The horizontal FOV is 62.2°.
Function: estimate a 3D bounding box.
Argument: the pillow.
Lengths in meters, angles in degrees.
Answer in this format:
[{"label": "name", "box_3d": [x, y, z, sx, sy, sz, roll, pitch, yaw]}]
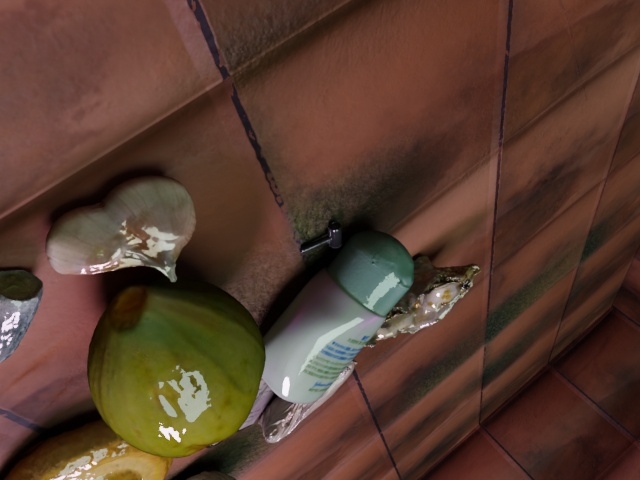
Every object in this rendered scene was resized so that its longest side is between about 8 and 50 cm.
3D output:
[{"label": "pillow", "box_3d": [-0.035, 0.336, 1.157, 0.270, 0.067, 0.173, -43, -176, -3]}]

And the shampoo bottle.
[{"label": "shampoo bottle", "box_3d": [0.035, 0.135, 0.998, 0.349, 0.151, 0.222, -51, 149, 10]}]

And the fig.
[{"label": "fig", "box_3d": [-0.198, 0.153, 0.721, 0.240, 0.239, 0.270, -30, 134, -20]}]

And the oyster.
[{"label": "oyster", "box_3d": [0.202, 0.133, 1.203, 0.341, 0.110, 0.166, -39, 139, -3]}]

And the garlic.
[{"label": "garlic", "box_3d": [-0.236, -0.006, 0.640, 0.175, 0.099, 0.124, -26, 125, -23]}]

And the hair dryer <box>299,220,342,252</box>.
[{"label": "hair dryer", "box_3d": [0.000, 0.000, 0.942, 0.083, 0.026, 0.047, -23, 138, -16]}]

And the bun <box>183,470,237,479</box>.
[{"label": "bun", "box_3d": [-0.268, 0.584, 1.169, 0.213, 0.126, 0.204, -2, 153, -37]}]

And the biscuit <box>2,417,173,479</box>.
[{"label": "biscuit", "box_3d": [-0.391, 0.419, 0.908, 0.297, 0.102, 0.296, -28, 144, -23]}]

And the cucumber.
[{"label": "cucumber", "box_3d": [-0.375, 0.091, 0.628, 0.064, 0.064, 0.111, 9, 121, -49]}]

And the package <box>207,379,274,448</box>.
[{"label": "package", "box_3d": [-0.160, 0.327, 1.078, 0.203, 0.062, 0.251, -52, 148, 13]}]
